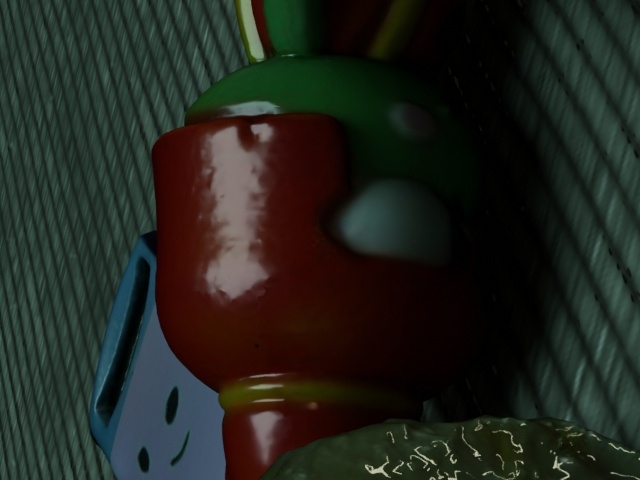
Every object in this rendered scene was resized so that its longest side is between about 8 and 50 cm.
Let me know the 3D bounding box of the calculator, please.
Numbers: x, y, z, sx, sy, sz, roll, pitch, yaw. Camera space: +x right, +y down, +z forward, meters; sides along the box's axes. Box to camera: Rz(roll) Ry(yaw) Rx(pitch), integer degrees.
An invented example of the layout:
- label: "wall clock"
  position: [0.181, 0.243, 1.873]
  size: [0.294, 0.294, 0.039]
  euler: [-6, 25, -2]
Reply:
- label: "calculator"
  position: [-0.078, 0.104, 1.100]
  size: [0.293, 0.051, 0.173]
  euler: [45, 123, 57]

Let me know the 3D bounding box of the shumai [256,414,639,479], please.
- label: "shumai"
  position: [0.058, 0.196, 0.678]
  size: [0.189, 0.256, 0.218]
  euler: [-57, -14, -39]

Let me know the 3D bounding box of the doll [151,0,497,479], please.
- label: "doll"
  position: [0.001, 0.000, 0.846]
  size: [0.182, 0.160, 0.363]
  euler: [42, -134, -68]
